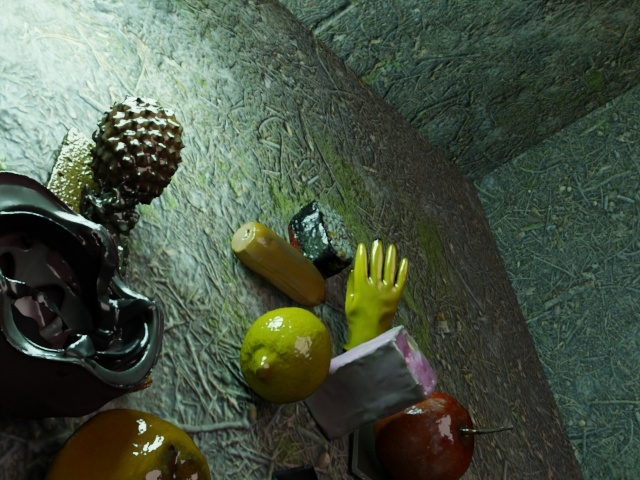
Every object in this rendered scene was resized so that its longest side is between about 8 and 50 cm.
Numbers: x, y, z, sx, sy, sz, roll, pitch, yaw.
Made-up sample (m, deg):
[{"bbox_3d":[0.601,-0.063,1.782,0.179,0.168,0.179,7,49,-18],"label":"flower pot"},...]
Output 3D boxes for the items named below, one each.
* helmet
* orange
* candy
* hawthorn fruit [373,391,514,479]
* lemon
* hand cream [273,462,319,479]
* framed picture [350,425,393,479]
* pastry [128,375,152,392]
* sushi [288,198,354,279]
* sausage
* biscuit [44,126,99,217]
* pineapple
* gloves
[{"bbox_3d":[-0.387,0.096,0.889,0.338,0.197,0.271,49,19,-4],"label":"helmet"},{"bbox_3d":[-0.255,0.341,0.867,0.249,0.183,0.249,42,30,-32],"label":"orange"},{"bbox_3d":[0.103,0.309,1.420,0.156,0.265,0.115,60,24,2],"label":"candy"},{"bbox_3d":[0.240,0.449,1.517,0.234,0.263,0.231,-2,37,-30],"label":"hawthorn fruit"},{"bbox_3d":[-0.067,0.227,1.307,0.187,0.186,0.244,60,27,4],"label":"lemon"},{"bbox_3d":[-0.004,0.555,1.225,0.120,0.061,0.271,10,46,-50],"label":"hand cream"},{"bbox_3d":[0.149,0.485,1.584,0.231,0.018,0.293,45,30,-26],"label":"framed picture"},{"bbox_3d":[-0.336,0.174,1.044,0.169,0.063,0.087,56,5,4],"label":"pastry"},{"bbox_3d":[0.000,0.000,1.722,0.136,0.126,0.225,35,34,-38],"label":"sushi"},{"bbox_3d":[-0.075,0.073,1.548,0.328,0.112,0.112,41,32,-35],"label":"sausage"},{"bbox_3d":[-0.435,-0.100,1.198,0.131,0.025,0.231,40,33,-33],"label":"biscuit"},{"bbox_3d":[-0.343,-0.095,1.166,0.175,0.175,0.361,34,45,-39],"label":"pineapple"},{"bbox_3d":[0.137,0.141,1.647,0.132,0.116,0.295,9,88,-13],"label":"gloves"}]
